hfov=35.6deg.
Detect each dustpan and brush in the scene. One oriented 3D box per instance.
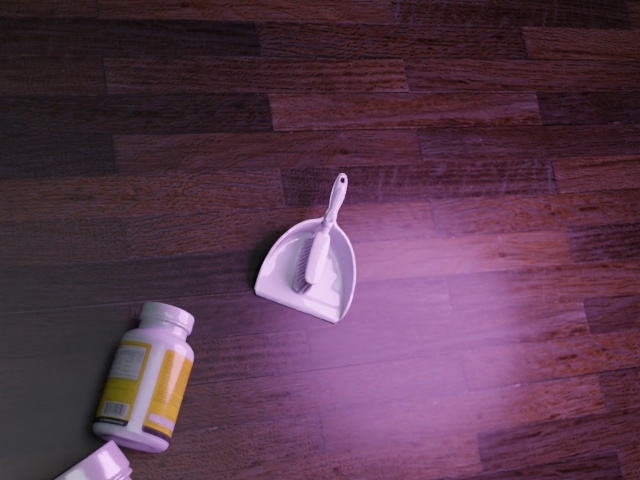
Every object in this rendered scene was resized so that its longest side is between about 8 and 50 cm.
[{"bbox_3d":[0.000,0.000,1.490,0.147,0.060,0.211,21,68,-15],"label":"dustpan and brush"}]

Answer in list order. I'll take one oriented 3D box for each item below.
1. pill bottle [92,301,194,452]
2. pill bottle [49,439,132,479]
[{"bbox_3d":[-0.228,0.180,1.323,0.103,0.103,0.184,21,68,-15],"label":"pill bottle"},{"bbox_3d":[-0.235,0.399,1.221,0.160,0.160,0.283,-34,88,-26],"label":"pill bottle"}]
